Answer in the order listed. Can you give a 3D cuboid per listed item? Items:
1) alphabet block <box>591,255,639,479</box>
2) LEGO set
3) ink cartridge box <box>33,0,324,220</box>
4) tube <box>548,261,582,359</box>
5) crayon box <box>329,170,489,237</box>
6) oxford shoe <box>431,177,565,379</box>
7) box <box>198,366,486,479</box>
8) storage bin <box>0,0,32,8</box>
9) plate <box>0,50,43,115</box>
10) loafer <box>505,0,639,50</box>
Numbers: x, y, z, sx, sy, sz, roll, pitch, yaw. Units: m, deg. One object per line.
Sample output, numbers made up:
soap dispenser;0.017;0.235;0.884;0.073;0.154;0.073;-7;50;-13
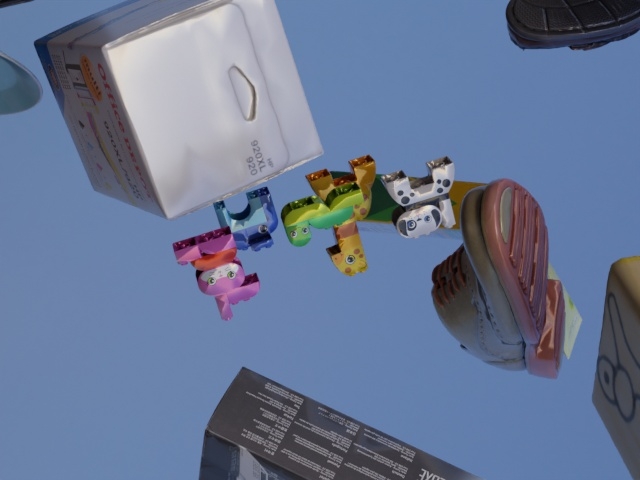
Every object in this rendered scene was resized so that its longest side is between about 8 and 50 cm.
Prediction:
alphabet block;0.377;0.134;1.263;0.197;0.193;0.192;-108;-165;-52
LEGO set;0.000;0.000;1.116;0.087;0.227;0.093;-117;-170;-66
ink cartridge box;-0.138;-0.139;1.300;0.232;0.168;0.171;19;-48;62
tube;0.322;0.058;2.026;0.070;0.240;0.062;-37;-158;-8
crayon box;0.185;-0.051;2.259;0.203;0.323;0.083;24;73;-76
oxford shoe;0.187;0.057;1.561;0.146;0.397;0.140;3;-119;18
box;0.041;0.260;1.228;0.076;0.307;0.242;-60;170;-34
storage bin;-0.411;-0.385;1.758;0.122;0.084;0.180;-11;-131;13
plate;-0.391;-0.185;1.483;0.188;0.188;0.024;-24;-127;56
loafer;0.353;-0.274;1.604;0.095;0.302;0.109;87;-23;-57
